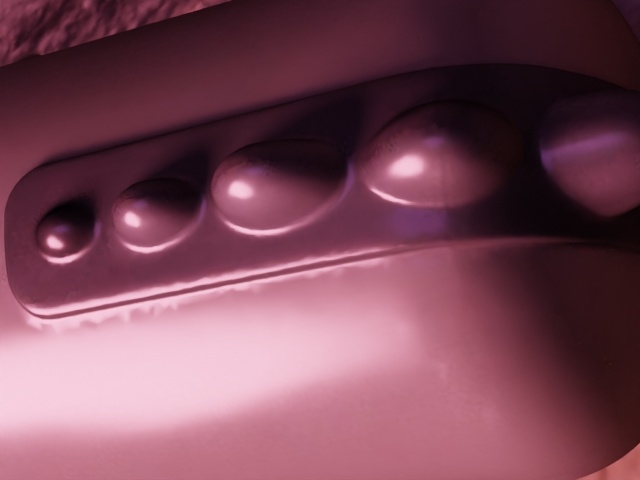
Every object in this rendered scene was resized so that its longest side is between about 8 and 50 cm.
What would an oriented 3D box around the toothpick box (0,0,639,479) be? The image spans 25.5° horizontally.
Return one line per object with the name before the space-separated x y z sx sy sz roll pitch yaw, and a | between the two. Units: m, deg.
toothpick box | 0.000 0.000 0.541 0.316 0.229 0.229 -12 78 30
